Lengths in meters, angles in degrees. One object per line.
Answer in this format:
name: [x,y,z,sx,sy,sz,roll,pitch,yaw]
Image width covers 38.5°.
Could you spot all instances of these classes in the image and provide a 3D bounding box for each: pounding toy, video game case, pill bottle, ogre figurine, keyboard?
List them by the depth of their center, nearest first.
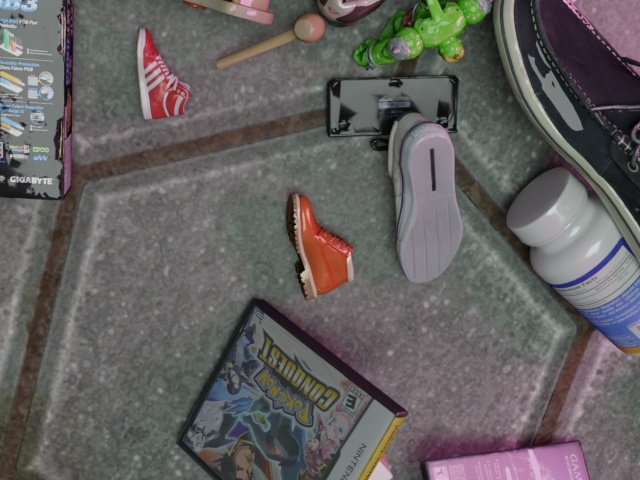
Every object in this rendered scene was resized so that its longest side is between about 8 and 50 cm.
pounding toy: [-0.129,-0.281,1.097,0.269,0.154,0.155,16,104,0]
ogre figurine: [0.140,-0.275,1.170,0.197,0.118,0.097,-11,107,-4]
keyboard: [0.098,-0.169,1.245,0.180,0.023,0.108,-2,108,-6]
video game case: [-0.049,0.257,1.253,0.275,0.035,0.248,35,103,29]
pill bottle: [0.390,0.026,1.275,0.272,0.152,0.152,41,97,-16]
video game case: [0.289,0.407,1.349,0.274,0.026,0.196,-1,69,-23]

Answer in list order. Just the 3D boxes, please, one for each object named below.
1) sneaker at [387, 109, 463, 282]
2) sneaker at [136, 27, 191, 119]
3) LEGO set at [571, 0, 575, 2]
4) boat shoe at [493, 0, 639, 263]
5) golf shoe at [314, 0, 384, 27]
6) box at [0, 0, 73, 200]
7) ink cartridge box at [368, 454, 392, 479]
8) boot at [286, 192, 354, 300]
sneaker: [0.140,-0.060,1.253,0.094,0.091,0.258,-10,128,-12]
sneaker: [-0.201,-0.215,1.181,0.067,0.042,0.118,-3,114,-3]
LEGO set: [0.434,-0.377,1.185,0.287,0.107,0.132,-9,107,-5]
boat shoe: [0.403,-0.137,1.155,0.500,0.156,0.187,53,49,-5]
golf shoe: [0.107,-0.369,1.139,0.105,0.120,0.273,43,96,-15]
box: [-0.460,-0.204,1.135,0.295,0.073,0.293,2,105,-8]
ink cartridge box: [0.035,0.309,1.314,0.090,0.143,0.092,-39,108,4]
boot: [0.000,0.000,1.268,0.084,0.059,0.158,-16,116,-6]
